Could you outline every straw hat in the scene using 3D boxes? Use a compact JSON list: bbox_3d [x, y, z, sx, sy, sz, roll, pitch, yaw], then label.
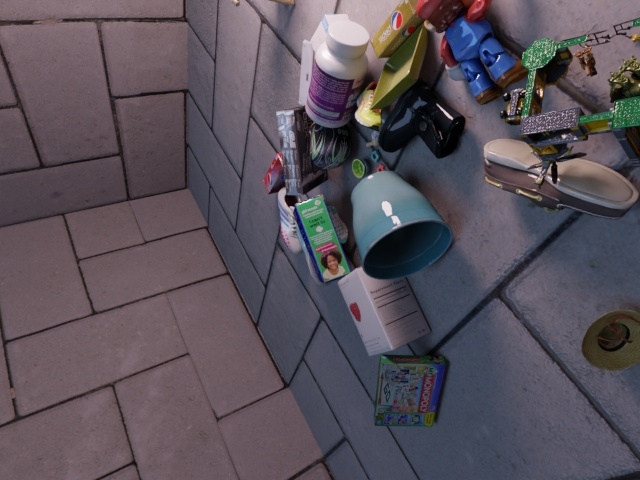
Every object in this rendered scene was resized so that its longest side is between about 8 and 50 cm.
[{"bbox_3d":[0.608,0.195,0.884,0.061,0.144,0.144,-72,-23,-69],"label":"straw hat"}]

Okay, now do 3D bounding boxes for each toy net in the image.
[{"bbox_3d":[0.178,-0.290,1.406,0.122,0.045,0.232,55,147,30],"label":"toy net"}]

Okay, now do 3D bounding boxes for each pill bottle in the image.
[{"bbox_3d":[0.056,-0.523,1.342,0.169,0.169,0.301,60,155,23],"label":"pill bottle"}]

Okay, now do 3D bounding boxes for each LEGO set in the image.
[{"bbox_3d":[0.518,-0.240,0.737,0.331,0.192,0.255,-7,69,46],"label":"LEGO set"}]

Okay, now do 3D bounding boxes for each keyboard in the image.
[{"bbox_3d":[-0.056,-0.648,1.665,0.072,0.014,0.256,42,140,36],"label":"keyboard"}]

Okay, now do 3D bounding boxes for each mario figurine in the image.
[{"bbox_3d":[0.352,-0.484,0.955,0.198,0.170,0.320,-31,88,25],"label":"mario figurine"}]

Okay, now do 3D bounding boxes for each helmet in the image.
[{"bbox_3d":[0.033,-0.339,1.518,0.169,0.169,0.161,-4,85,61],"label":"helmet"}]

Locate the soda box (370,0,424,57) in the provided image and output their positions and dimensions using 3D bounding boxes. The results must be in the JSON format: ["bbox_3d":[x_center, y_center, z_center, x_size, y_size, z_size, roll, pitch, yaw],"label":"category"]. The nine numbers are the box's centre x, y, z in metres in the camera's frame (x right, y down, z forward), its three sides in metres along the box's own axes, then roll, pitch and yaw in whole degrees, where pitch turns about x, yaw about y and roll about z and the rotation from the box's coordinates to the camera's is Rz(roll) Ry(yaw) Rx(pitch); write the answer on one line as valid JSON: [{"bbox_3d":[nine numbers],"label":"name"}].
[{"bbox_3d":[0.215,-0.585,1.164,0.181,0.058,0.061,-32,76,61],"label":"soda box"}]

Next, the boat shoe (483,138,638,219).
[{"bbox_3d":[0.484,-0.120,0.889,0.324,0.117,0.096,39,149,44],"label":"boat shoe"}]

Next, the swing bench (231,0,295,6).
[{"bbox_3d":[-0.199,-0.987,1.472,0.165,0.255,0.253,63,150,17],"label":"swing bench"}]

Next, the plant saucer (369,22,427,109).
[{"bbox_3d":[0.222,-0.461,1.154,0.188,0.045,0.188,-27,40,62],"label":"plant saucer"}]

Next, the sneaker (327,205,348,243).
[{"bbox_3d":[0.064,-0.059,1.742,0.076,0.065,0.166,108,142,-71],"label":"sneaker"}]

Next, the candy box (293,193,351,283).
[{"bbox_3d":[0.000,0.000,1.665,0.268,0.122,0.317,151,97,-85],"label":"candy box"}]

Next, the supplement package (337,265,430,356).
[{"bbox_3d":[0.216,0.231,1.490,0.293,0.175,0.177,66,152,13],"label":"supplement package"}]

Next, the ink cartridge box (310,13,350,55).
[{"bbox_3d":[0.037,-0.663,1.402,0.143,0.092,0.090,-32,77,61],"label":"ink cartridge box"}]

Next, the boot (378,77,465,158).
[{"bbox_3d":[0.275,-0.293,1.177,0.207,0.094,0.246,60,144,30],"label":"boot"}]

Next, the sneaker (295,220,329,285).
[{"bbox_3d":[-0.025,0.022,1.881,0.150,0.135,0.366,163,96,-74],"label":"sneaker"}]

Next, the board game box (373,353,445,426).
[{"bbox_3d":[0.304,0.530,1.476,0.046,0.213,0.317,-86,-3,-61],"label":"board game box"}]

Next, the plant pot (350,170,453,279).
[{"bbox_3d":[0.215,-0.063,1.267,0.271,0.272,0.255,109,151,-48],"label":"plant pot"}]

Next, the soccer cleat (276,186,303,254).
[{"bbox_3d":[-0.128,-0.092,1.989,0.143,0.116,0.331,-2,103,61],"label":"soccer cleat"}]

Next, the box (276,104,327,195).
[{"bbox_3d":[-0.063,-0.350,1.600,0.076,0.242,0.307,4,112,23],"label":"box"}]

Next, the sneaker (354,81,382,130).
[{"bbox_3d":[0.158,-0.414,1.284,0.094,0.081,0.208,-54,29,41],"label":"sneaker"}]

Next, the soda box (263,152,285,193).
[{"bbox_3d":[-0.189,-0.319,1.998,0.083,0.092,0.263,66,151,11],"label":"soda box"}]
